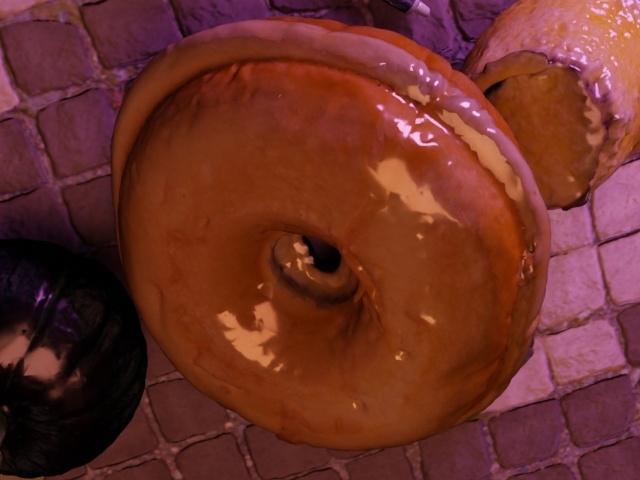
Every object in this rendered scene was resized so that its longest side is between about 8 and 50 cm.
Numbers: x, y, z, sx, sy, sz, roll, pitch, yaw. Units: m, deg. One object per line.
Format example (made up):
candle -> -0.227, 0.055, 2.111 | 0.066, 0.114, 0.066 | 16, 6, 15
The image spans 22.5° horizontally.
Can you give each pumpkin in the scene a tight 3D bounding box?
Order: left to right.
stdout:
pumpkin -> -0.295, 0.131, 1.511 | 0.248, 0.248, 0.248 | -3, 117, -6

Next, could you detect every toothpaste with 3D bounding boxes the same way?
toothpaste -> 0.045, -0.247, 1.496 | 0.140, 0.021, 0.037 | 30, 102, -19

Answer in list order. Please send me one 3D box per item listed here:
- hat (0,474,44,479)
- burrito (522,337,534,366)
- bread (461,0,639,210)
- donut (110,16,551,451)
hat -> -0.365, 0.236, 1.668 | 0.166, 0.081, 0.122 | 7, 77, -27
burrito -> 0.072, 0.127, 1.666 | 0.309, 0.066, 0.096 | -9, 113, -3
bread -> 0.221, -0.133, 1.489 | 0.197, 0.170, 0.197 | 10, 121, 17
donut -> 0.000, 0.000, 1.457 | 0.449, 0.198, 0.448 | 12, 128, 16
